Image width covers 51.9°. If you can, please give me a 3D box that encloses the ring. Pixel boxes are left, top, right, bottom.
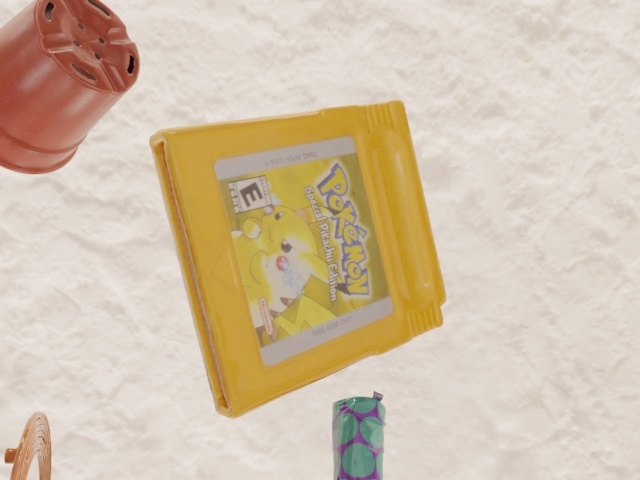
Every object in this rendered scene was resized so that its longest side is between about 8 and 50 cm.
[{"bbox_3d":[-0.423,0.412,0.923,0.032,0.336,0.336,3,77,-12],"label":"ring"}]

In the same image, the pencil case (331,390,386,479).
[{"bbox_3d":[0.047,0.250,0.739,0.070,0.064,0.151,18,45,-17],"label":"pencil case"}]

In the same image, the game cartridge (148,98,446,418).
[{"bbox_3d":[0.000,0.000,0.719,0.324,0.053,0.285,-16,95,-36],"label":"game cartridge"}]

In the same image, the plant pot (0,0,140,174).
[{"bbox_3d":[-0.484,-0.295,1.186,0.265,0.272,0.272,-24,75,34],"label":"plant pot"}]
